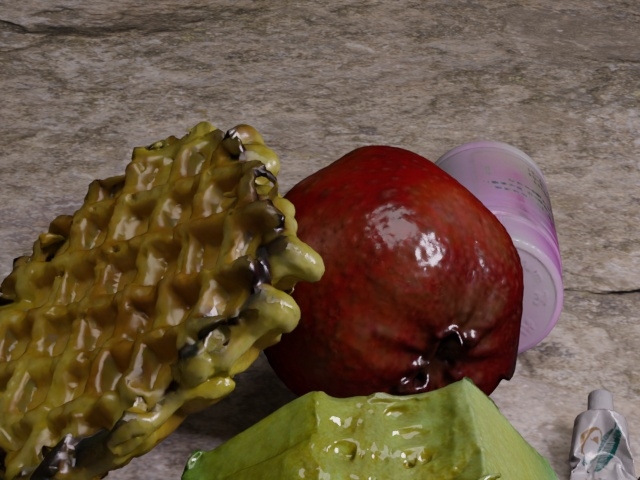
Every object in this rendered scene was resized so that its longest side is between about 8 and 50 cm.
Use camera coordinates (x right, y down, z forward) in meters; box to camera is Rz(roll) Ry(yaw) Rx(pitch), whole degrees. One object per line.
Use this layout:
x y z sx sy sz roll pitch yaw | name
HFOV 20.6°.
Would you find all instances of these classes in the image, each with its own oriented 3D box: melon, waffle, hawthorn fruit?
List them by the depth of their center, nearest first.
0.069 0.256 1.353 0.331 0.226 0.343 10 37 -12 | melon
-0.177 0.058 1.637 0.382 0.095 0.379 -39 36 7 | waffle
0.050 0.032 1.711 0.265 0.265 0.307 -7 40 -21 | hawthorn fruit

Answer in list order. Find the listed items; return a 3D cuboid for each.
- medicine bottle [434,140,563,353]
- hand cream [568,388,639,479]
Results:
0.185 0.006 1.930 0.152 0.152 0.254 5 26 1 | medicine bottle
0.265 0.226 1.615 0.084 0.050 0.257 2 33 -1 | hand cream
